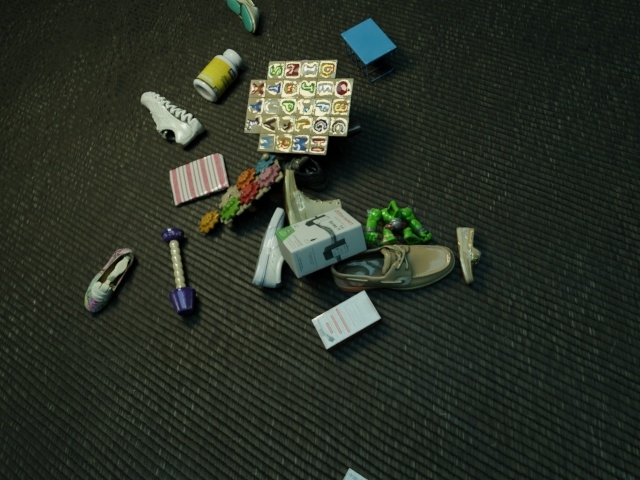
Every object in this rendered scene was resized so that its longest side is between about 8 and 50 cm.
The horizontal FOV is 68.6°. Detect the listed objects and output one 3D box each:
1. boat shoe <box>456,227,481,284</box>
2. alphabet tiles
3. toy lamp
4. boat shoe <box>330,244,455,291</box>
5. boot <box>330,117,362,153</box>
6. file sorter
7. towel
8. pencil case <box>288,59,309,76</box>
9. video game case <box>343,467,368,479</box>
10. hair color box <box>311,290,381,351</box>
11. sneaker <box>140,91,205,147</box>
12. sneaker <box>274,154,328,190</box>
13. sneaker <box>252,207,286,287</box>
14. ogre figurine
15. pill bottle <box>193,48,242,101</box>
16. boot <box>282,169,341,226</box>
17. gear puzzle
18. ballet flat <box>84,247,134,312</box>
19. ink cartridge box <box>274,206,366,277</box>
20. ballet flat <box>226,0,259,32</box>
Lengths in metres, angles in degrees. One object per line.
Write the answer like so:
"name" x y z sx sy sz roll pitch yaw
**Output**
"boat shoe" 0.410 0.038 1.286 0.059 0.063 0.170 -7 64 15
"alphabet tiles" -0.071 -0.404 1.422 0.342 0.011 0.285 7 88 21
"toy lamp" -0.428 0.094 1.422 0.080 0.080 0.274 -18 63 3
"boat shoe" 0.199 0.072 1.286 0.341 0.110 0.121 -11 65 6
"boot" 0.094 -0.345 1.538 0.114 0.037 0.106 -23 66 -5
"file sorter" 0.169 -0.651 1.619 0.118 0.104 0.170 -30 64 -2
"towel" -0.409 -0.203 1.580 0.197 0.029 0.144 -19 64 5
"pencil case" -0.032 -0.487 1.532 0.086 0.206 0.088 -34 56 -3
"video game case" 0.077 0.624 1.118 0.087 0.011 0.122 25 73 20
"hair color box" 0.071 0.220 1.278 0.167 0.053 0.093 -28 65 -3
"sneaker" -0.550 -0.432 1.672 0.292 0.110 0.118 33 85 23
"sneaker" -0.091 -0.232 1.472 0.227 0.130 0.087 18 69 21
"sneaker" -0.130 0.026 1.398 0.091 0.094 0.258 17 65 -11
"ogre figurine" 0.213 -0.043 1.340 0.197 0.097 0.118 -12 58 2
"pill bottle" -0.367 -0.602 1.705 0.103 0.103 0.184 30 75 22
"boot" -0.024 -0.114 1.397 0.165 0.077 0.213 -9 88 -9
"gear puzzle" -0.264 -0.146 1.463 0.339 0.044 0.175 -38 38 14
"ballet flat" -0.649 0.119 1.449 0.079 0.077 0.221 -6 52 56
"ink cartridge box" 0.000 0.000 1.288 0.208 0.087 0.153 -21 29 -14
"ballet flat" -0.286 -0.904 1.844 0.086 0.086 0.248 -32 63 -4
